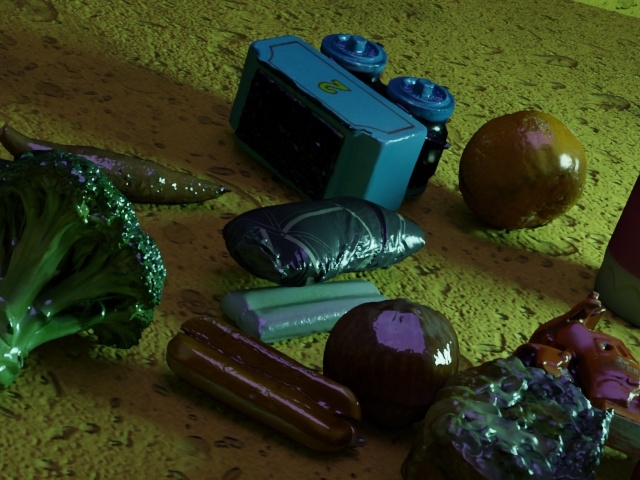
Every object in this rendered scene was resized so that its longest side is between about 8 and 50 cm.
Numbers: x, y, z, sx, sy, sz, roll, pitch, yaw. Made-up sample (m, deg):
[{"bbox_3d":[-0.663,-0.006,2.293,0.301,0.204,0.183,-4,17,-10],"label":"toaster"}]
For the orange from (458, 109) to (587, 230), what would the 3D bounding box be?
[{"bbox_3d":[0.296,-0.106,2.164,0.193,0.193,0.161,1,53,-34],"label":"orange"}]

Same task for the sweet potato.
[{"bbox_3d":[-0.263,-0.083,1.882,0.314,0.066,0.072,12,33,-21],"label":"sweet potato"}]

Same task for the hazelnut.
[{"bbox_3d":[0.079,0.131,1.608,0.154,0.143,0.143,10,27,-15],"label":"hazelnut"}]

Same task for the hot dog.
[{"bbox_3d":[-0.055,0.157,1.547,0.236,0.062,0.092,30,43,10],"label":"hot dog"}]

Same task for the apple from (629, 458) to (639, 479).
[{"bbox_3d":[0.424,0.267,1.439,0.260,0.260,0.216,-3,9,-39],"label":"apple"}]

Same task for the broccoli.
[{"bbox_3d":[-0.286,0.033,1.475,0.254,0.269,0.269,18,25,10],"label":"broccoli"}]

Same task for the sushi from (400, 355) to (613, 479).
[{"bbox_3d":[0.199,0.216,1.512,0.184,0.139,0.274,28,28,14],"label":"sushi"}]

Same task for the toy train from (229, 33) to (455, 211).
[{"bbox_3d":[0.035,-0.169,2.134,0.300,0.188,0.265,38,36,29],"label":"toy train"}]

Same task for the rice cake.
[{"bbox_3d":[-0.010,0.082,1.751,0.222,0.042,0.080,-5,29,-40],"label":"rice cake"}]

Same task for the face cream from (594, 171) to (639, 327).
[{"bbox_3d":[0.495,0.013,2.060,0.175,0.195,0.175,14,26,-7],"label":"face cream"}]

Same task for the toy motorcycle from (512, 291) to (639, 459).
[{"bbox_3d":[0.368,0.180,1.707,0.326,0.148,0.221,24,27,-1],"label":"toy motorcycle"}]

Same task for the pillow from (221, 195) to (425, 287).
[{"bbox_3d":[0.000,0.000,1.820,0.161,0.092,0.335,12,12,33],"label":"pillow"}]
